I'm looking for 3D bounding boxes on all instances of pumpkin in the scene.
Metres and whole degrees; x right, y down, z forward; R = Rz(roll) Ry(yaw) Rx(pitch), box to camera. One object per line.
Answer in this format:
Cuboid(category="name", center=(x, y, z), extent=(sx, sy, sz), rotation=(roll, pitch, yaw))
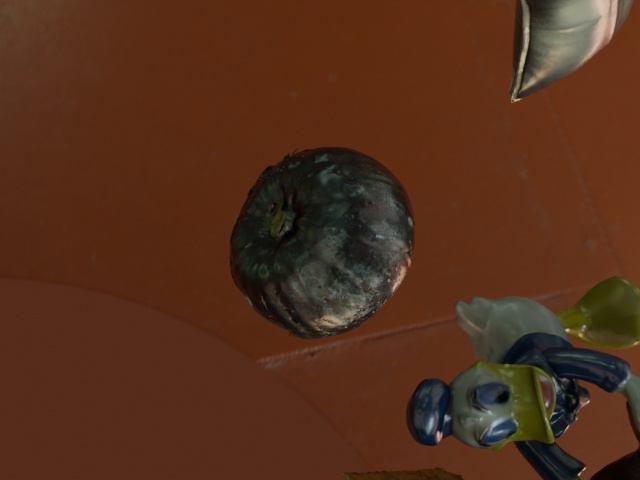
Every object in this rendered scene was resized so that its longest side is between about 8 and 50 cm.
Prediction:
Cuboid(category="pumpkin", center=(0.000, 0.000, 1.404), extent=(0.163, 0.233, 0.233), rotation=(28, 57, -38))

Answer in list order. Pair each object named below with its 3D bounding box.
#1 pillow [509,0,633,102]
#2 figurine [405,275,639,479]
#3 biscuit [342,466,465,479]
Cuboid(category="pillow", center=(0.121, -0.125, 0.576), extent=(0.055, 0.136, 0.091), rotation=(13, 68, 17))
Cuboid(category="figurine", center=(0.205, 0.170, 1.162), extent=(0.338, 0.205, 0.283), rotation=(-3, 39, -44))
Cuboid(category="biscuit", center=(0.143, 0.259, 1.034), extent=(0.237, 0.232, 0.013), rotation=(30, 100, 34))
